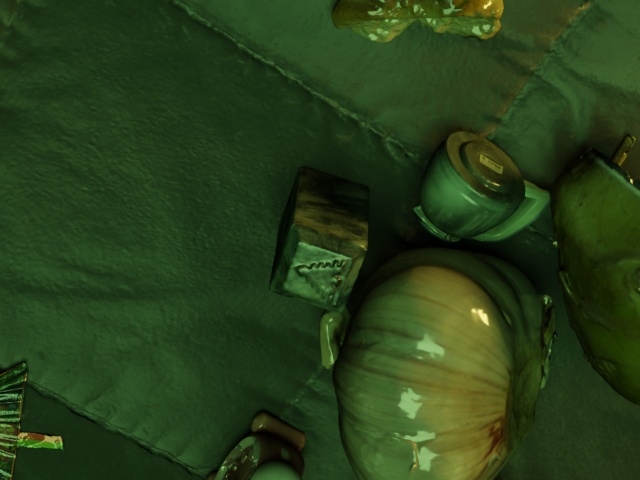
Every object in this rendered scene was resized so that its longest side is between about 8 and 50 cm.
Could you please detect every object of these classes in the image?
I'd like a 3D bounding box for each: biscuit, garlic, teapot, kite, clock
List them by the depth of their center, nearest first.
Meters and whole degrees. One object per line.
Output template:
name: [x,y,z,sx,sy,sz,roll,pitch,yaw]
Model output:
biscuit: [0.103,-0.262,1.523,0.183,0.061,0.118,1,113,2]
garlic: [0.127,0.154,1.583,0.241,0.322,0.322,-12,117,38]
teapot: [0.168,-0.053,1.609,0.108,0.149,0.111,-48,66,35]
clock: [-0.075,0.312,1.739,0.093,0.162,0.166,32,112,-15]
kite: [-0.413,0.250,1.804,0.183,0.014,0.241,6,115,-4]

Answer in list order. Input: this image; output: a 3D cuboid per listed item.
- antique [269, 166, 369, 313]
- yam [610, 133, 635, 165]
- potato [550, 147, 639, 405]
antique: [0.000,0.000,1.579,0.086,0.183,0.088,17,113,-5]
yam: [0.323,-0.075,1.625,0.014,0.014,0.107,25,114,-9]
potato: [0.348,0.060,1.555,0.300,0.246,0.196,38,96,-20]
